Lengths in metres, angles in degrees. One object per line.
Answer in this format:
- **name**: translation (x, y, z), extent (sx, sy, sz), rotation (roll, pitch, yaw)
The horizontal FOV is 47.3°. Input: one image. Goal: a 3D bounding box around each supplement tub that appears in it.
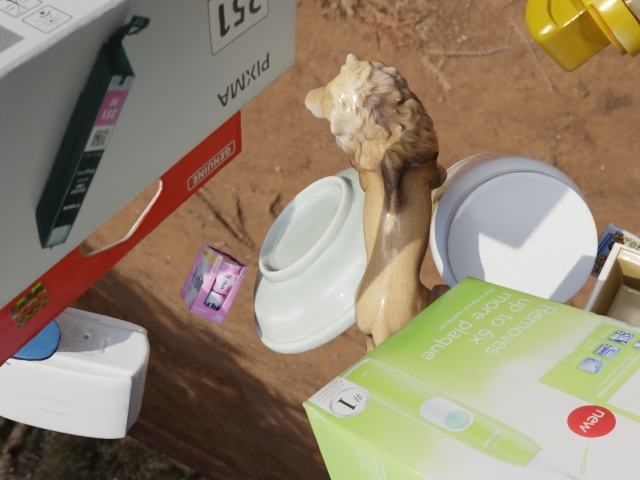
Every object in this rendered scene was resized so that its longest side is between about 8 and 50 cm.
- **supplement tub**: translation (0.276, -0.015, 1.100), extent (0.228, 0.228, 0.316), rotation (28, -170, 0)

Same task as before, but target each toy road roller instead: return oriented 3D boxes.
- **toy road roller**: translation (0.443, -0.438, 1.206), extent (0.241, 0.329, 0.203), rotation (-36, 144, 27)

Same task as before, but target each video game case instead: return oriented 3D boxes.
- **video game case**: translation (0.454, 0.036, 1.065), extent (0.122, 0.011, 0.087), rotation (28, 126, 6)

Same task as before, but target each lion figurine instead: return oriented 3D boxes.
- **lion figurine**: translation (0.086, -0.006, 0.864), extent (0.142, 0.392, 0.240), rotation (-10, 170, 15)

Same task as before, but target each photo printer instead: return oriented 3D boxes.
- **photo printer**: translation (-0.408, 0.217, 1.158), extent (0.256, 0.107, 0.307), rotation (15, 144, -8)

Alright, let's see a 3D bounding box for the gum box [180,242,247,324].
- **gum box**: translation (-0.191, 0.074, 1.297), extent (0.062, 0.107, 0.188), rotation (25, 179, -18)

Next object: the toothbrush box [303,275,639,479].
- **toothbrush box**: translation (0.161, 0.154, 0.534), extent (0.283, 0.206, 0.122), rotation (19, 134, 49)

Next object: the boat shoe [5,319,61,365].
- **boat shoe**: translation (-0.471, 0.092, 0.974), extent (0.258, 0.109, 0.089), rotation (27, 147, -8)

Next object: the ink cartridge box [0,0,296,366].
- **ink cartridge box**: translation (-0.115, -0.055, 0.442), extent (0.060, 0.275, 0.238), rotation (29, 145, 20)

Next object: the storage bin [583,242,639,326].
- **storage bin**: translation (0.367, 0.183, 0.726), extent (0.260, 0.262, 0.123), rotation (25, 173, 29)

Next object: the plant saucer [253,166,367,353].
- **plant saucer**: translation (0.000, 0.000, 1.257), extent (0.100, 0.400, 0.400), rotation (40, 160, -26)
